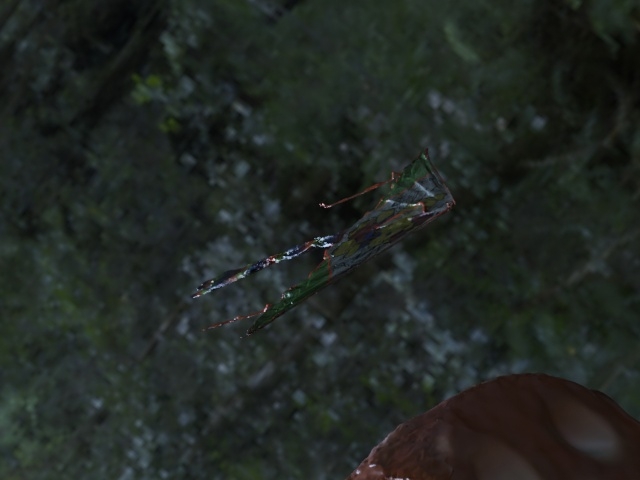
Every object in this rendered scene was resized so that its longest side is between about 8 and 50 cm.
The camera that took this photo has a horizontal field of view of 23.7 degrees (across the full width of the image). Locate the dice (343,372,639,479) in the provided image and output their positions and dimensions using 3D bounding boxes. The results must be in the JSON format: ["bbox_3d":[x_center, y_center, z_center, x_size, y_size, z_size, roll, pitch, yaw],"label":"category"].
[{"bbox_3d":[0.095,0.184,0.772,0.175,0.174,0.179,45,-148,20],"label":"dice"}]

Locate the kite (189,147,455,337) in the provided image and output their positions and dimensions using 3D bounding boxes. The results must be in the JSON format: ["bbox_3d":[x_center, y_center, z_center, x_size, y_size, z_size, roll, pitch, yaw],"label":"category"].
[{"bbox_3d":[0.000,0.000,0.941,0.006,0.244,0.198,55,-130,-15],"label":"kite"}]
